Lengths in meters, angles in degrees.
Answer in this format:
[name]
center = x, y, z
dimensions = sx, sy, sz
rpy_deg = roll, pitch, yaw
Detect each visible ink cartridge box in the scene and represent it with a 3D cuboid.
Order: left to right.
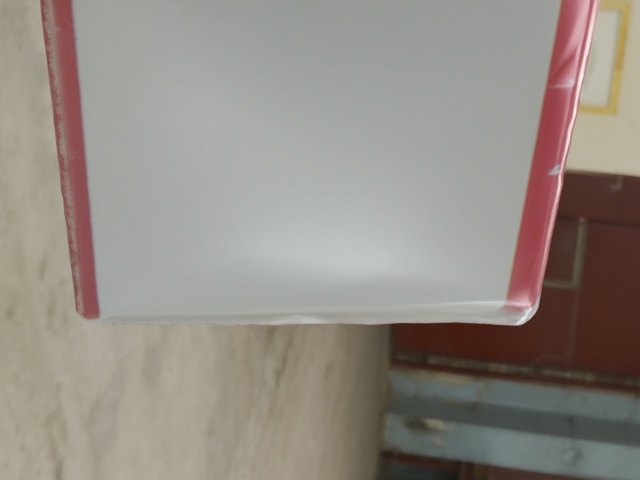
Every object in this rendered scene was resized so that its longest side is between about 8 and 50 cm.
[ink cartridge box]
center = -0.012, -0.195, 0.480
dimensions = 0.384, 0.160, 0.279
rpy_deg = -96, -174, -51
